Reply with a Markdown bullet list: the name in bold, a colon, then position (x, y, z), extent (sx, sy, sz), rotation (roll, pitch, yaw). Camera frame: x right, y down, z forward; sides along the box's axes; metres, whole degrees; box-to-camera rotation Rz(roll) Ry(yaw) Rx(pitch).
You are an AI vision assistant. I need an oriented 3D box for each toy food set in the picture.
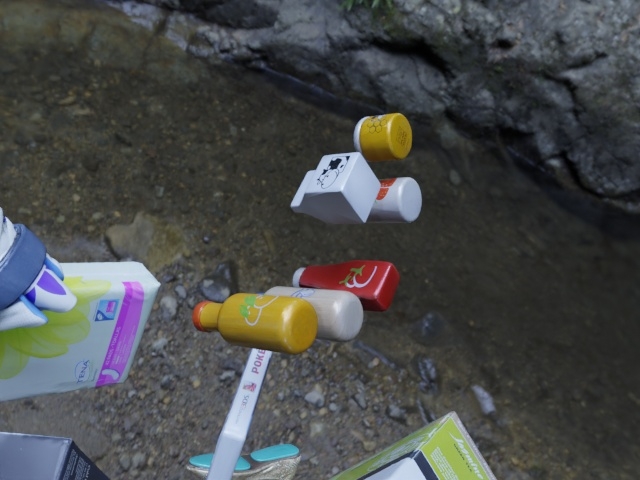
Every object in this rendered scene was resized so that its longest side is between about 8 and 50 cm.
- **toy food set**: position (0.000, 0.000, 0.530), extent (0.111, 0.104, 0.232), rotation (50, 53, -39)

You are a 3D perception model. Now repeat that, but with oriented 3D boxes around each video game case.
- **video game case**: position (-0.088, 0.194, 0.651), extent (0.023, 0.201, 0.183), rotation (19, 31, -2)

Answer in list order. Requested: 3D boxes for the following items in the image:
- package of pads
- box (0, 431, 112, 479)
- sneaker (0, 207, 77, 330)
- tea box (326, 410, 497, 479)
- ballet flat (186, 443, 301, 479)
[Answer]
- **package of pads**: position (-0.449, 0.154, 1.089), extent (0.296, 0.229, 0.101), rotation (3, 28, -47)
- **box**: position (-0.609, 0.630, 1.342), extent (0.178, 0.312, 0.343), rotation (3, 53, 6)
- **sneaker**: position (-0.357, -0.012, 0.682), extent (0.236, 0.323, 0.130), rotation (29, 44, -20)
- **tea box**: position (0.076, 0.442, 0.884), extent (0.220, 0.329, 0.323), rotation (59, 21, 14)
- **ballet flat**: position (-0.123, 0.383, 1.042), extent (0.206, 0.073, 0.067), rotation (6, 95, -31)
